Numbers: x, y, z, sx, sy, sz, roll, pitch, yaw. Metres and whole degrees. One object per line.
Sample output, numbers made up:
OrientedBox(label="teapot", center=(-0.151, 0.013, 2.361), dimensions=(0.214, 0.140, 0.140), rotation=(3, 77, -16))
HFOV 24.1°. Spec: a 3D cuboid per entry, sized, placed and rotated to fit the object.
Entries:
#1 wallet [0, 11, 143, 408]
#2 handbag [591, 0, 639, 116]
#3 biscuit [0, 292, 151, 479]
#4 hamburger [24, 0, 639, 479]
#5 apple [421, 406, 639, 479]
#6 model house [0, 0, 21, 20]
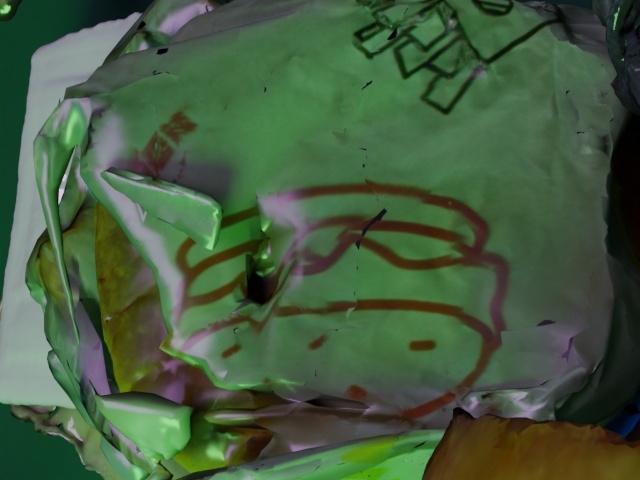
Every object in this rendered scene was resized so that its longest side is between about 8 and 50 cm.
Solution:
OrientedBox(label="wallet", center=(-0.097, -0.015, 0.676), dimensions=(0.124, 0.032, 0.182), rotation=(-5, 77, 39))
OrientedBox(label="handbag", center=(0.152, -0.130, 0.480), dimensions=(0.175, 0.089, 0.270), rotation=(-31, 63, 25))
OrientedBox(label="biscuit", center=(-0.045, 0.053, 0.663), dimensions=(0.273, 0.036, 0.187), rotation=(40, 108, 38))
OrientedBox(label="hamburger", center=(-0.007, 0.003, 0.529), dimensions=(0.276, 0.150, 0.260), rotation=(11, 81, 24))
OrientedBox(label="apple", center=(0.155, 0.144, 0.312), dimensions=(0.346, 0.179, 0.254), rotation=(6, 123, 36))
OrientedBox(label="model house", center=(-0.179, -0.247, 0.762), dimensions=(0.205, 0.218, 0.278), rotation=(-12, 97, 19))
